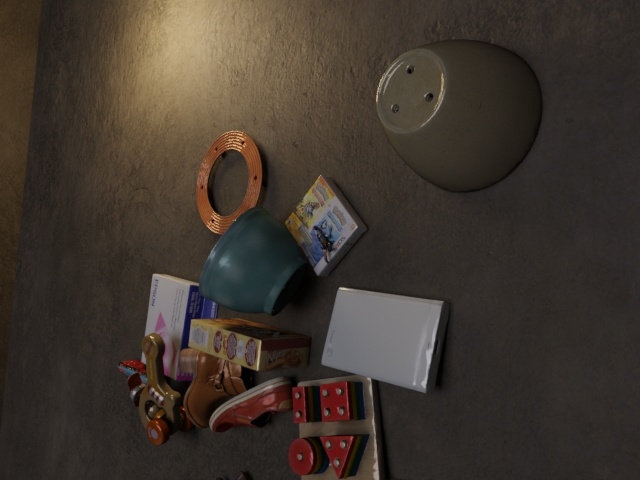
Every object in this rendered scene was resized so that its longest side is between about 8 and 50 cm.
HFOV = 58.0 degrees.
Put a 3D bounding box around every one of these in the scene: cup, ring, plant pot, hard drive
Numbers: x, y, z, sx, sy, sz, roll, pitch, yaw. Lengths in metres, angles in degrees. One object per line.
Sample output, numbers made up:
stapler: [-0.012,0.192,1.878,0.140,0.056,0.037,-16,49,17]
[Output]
cup: [0.255,-0.280,1.212,0.331,0.237,0.331,-6,82,43]
ring: [-0.291,-0.183,1.861,0.337,0.032,0.336,-6,81,42]
plant pot: [-0.158,0.082,1.559,0.196,0.293,0.293,33,110,12]
hard drive: [0.146,0.226,1.366,0.308,0.040,0.203,4,76,43]

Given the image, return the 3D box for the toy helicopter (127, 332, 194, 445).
toy helicopter: [-0.544,0.470,1.883,0.235,0.140,0.355,6,103,36]

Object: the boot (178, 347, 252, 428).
boot: [-0.300,0.450,1.754,0.220,0.109,0.283,-2,102,20]

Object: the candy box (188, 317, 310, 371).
candy box: [-0.203,0.284,1.614,0.316,0.183,0.087,7,91,44]

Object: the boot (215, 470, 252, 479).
boot: [-0.254,0.714,1.711,0.106,0.037,0.114,41,117,24]

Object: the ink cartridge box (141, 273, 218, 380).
ink cartridge box: [-0.485,0.296,1.962,0.330,0.071,0.324,8,90,45]

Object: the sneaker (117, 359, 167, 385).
sneaker: [-0.654,0.509,2.073,0.262,0.104,0.125,11,95,44]

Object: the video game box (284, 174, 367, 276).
video game box: [0.010,-0.039,1.547,0.187,0.048,0.205,-50,54,25]

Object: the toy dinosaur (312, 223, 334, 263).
toy dinosaur: [0.000,0.000,1.493,0.082,0.047,0.090,52,132,54]

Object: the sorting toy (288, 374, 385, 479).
sorting toy: [0.022,0.470,1.427,0.257,0.089,0.255,-19,67,40]

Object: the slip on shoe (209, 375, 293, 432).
slip on shoe: [-0.198,0.488,1.637,0.331,0.123,0.101,-34,67,30]

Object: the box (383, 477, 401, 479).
box: [0.149,0.660,1.346,0.164,0.021,0.201,-13,75,42]
